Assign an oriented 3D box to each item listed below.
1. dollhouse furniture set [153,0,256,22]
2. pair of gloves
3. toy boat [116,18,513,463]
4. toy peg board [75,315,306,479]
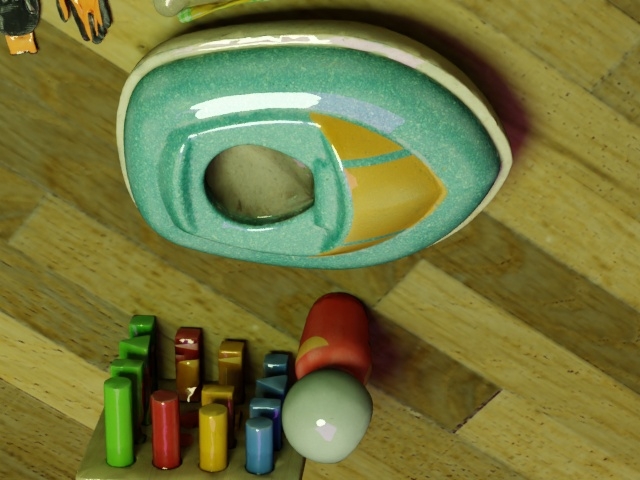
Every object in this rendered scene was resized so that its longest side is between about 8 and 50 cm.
[{"bbox_3d":[-0.075,-0.286,1.163,0.197,0.151,0.301,-2,149,33],"label":"dollhouse furniture set"},{"bbox_3d":[-0.186,-0.161,1.304,0.083,0.010,0.074,-6,128,14],"label":"pair of gloves"},{"bbox_3d":[0.000,0.000,1.322,0.267,0.148,0.318,-1,127,7],"label":"toy boat"},{"bbox_3d":[-0.089,0.119,1.427,0.160,0.161,0.079,2,113,5],"label":"toy peg board"}]
